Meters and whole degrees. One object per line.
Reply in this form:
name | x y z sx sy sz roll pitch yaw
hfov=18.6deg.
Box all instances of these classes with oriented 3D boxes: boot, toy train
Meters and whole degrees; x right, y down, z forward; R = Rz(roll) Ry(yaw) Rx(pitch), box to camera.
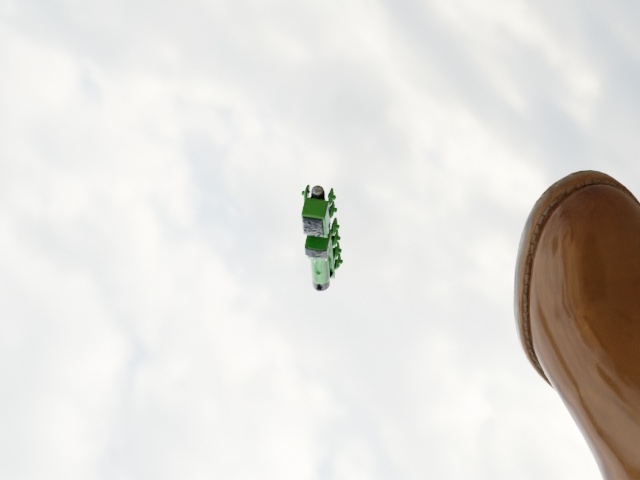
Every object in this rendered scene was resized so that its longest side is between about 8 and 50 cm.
boot | 0.202 0.110 1.072 0.220 0.109 0.283 -149 50 -69
toy train | 0.000 0.000 0.975 0.083 0.017 0.023 83 -164 -61
